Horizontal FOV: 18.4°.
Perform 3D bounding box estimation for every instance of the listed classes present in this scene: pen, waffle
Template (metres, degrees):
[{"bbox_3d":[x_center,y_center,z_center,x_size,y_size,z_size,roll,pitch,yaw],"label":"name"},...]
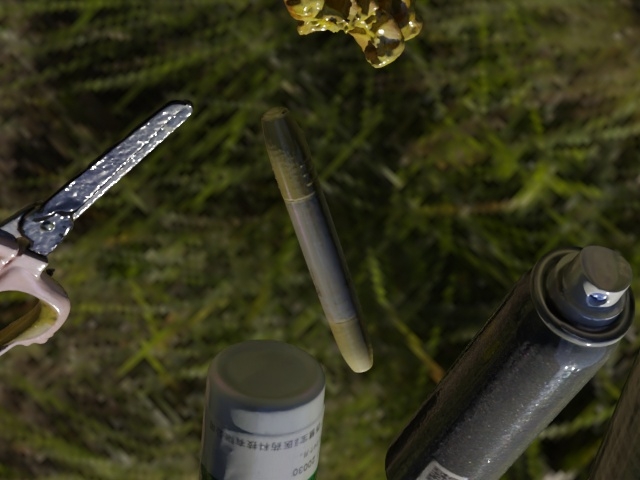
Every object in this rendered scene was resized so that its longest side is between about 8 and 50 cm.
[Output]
[{"bbox_3d":[0.000,0.000,1.530,0.040,0.032,0.233,-64,141,-57],"label":"pen"},{"bbox_3d":[0.013,-0.256,1.671,0.253,0.056,0.249,-48,125,-59],"label":"waffle"}]

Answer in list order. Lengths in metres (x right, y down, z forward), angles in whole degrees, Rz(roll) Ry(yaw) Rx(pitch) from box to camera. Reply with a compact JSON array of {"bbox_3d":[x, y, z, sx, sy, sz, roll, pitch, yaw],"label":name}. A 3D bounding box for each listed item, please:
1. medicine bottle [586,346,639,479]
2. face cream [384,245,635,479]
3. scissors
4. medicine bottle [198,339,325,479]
[{"bbox_3d":[0.184,0.105,0.821,0.141,0.141,0.293,-20,138,-37],"label":"medicine bottle"},{"bbox_3d":[0.121,0.089,1.250,0.073,0.073,0.283,-24,160,-32],"label":"face cream"},{"bbox_3d":[-0.189,0.002,1.244,0.317,0.024,0.160,-37,138,27],"label":"scissors"},{"bbox_3d":[-0.051,0.205,1.556,0.095,0.095,0.260,-22,133,-35],"label":"medicine bottle"}]
